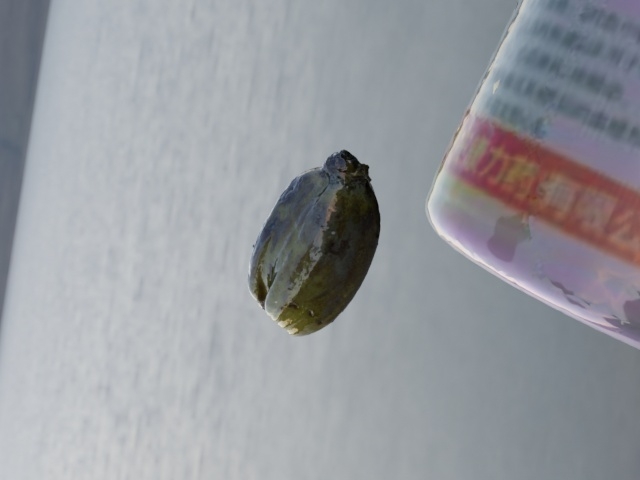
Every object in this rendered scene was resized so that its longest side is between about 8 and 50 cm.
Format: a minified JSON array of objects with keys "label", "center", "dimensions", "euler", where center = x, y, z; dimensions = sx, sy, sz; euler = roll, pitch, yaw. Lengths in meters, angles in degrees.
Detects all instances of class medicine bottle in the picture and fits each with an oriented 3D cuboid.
[{"label":"medicine bottle","center":[0.230,-0.137,0.752],"dimensions":[0.388,0.219,0.219],"euler":[-64,16,8]}]

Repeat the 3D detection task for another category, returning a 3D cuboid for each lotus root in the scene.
[{"label":"lotus root","center":[0.000,0.000,0.677],"dimensions":[0.054,0.049,0.099],"euler":[47,121,41]}]
